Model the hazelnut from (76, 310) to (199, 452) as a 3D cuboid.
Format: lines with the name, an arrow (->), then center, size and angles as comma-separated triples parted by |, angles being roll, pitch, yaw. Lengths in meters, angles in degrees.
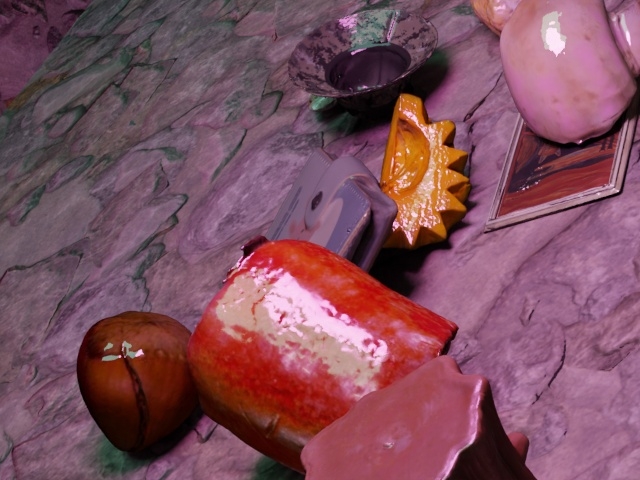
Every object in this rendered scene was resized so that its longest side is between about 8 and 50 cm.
hazelnut -> -0.262, 0.209, 2.068 | 0.208, 0.208, 0.208 | -28, 29, 17

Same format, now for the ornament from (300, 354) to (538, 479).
ornament -> 0.119, 0.275, 1.450 | 0.221, 0.218, 0.235 | -16, 35, 35

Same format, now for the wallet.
wallet -> 0.000, 0.000, 2.053 | 0.252, 0.083, 0.360 | -59, 20, 8

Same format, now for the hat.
hat -> 0.088, -0.278, 2.434 | 0.265, 0.128, 0.266 | -15, 40, 13

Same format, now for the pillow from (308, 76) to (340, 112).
pillow -> 0.076, -0.305, 2.570 | 0.229, 0.051, 0.128 | -32, 21, 9

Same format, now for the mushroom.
mushroom -> 0.354, -0.252, 1.995 | 0.236, 0.173, 0.162 | -26, 32, 21

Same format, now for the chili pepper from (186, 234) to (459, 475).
chili pepper -> 0.021, 0.158, 1.726 | 0.305, 0.229, 0.251 | 26, 64, 25

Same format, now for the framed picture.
framed picture -> 0.345, -0.130, 2.022 | 0.216, 0.016, 0.273 | -17, 33, 33

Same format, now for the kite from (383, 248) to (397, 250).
kite -> 0.009, 0.023, 2.192 | 0.335, 0.011, 0.314 | -17, 35, 36

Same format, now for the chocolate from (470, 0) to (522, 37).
chocolate -> 0.311, -0.437, 2.411 | 0.134, 0.134, 0.309 | -28, 28, 18

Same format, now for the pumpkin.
pumpkin -> 0.148, -0.070, 2.097 | 0.130, 0.149, 0.254 | 9, 64, 0
